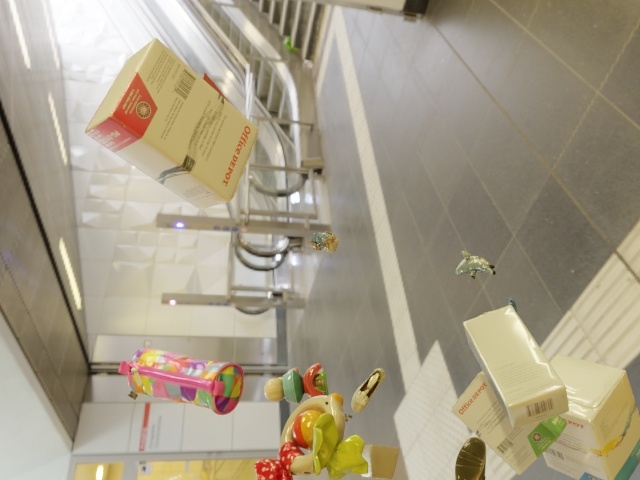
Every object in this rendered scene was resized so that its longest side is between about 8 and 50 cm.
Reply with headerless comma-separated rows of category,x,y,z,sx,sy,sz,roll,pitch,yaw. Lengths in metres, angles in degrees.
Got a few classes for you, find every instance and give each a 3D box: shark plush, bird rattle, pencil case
shark plush,0.454,0.086,1.440,0.067,0.073,0.161,-55,29,-6
bird rattle,-0.021,0.425,1.031,0.253,0.143,0.207,-39,24,33
pencil case,-0.262,0.264,0.949,0.104,0.237,0.104,1,-90,-64

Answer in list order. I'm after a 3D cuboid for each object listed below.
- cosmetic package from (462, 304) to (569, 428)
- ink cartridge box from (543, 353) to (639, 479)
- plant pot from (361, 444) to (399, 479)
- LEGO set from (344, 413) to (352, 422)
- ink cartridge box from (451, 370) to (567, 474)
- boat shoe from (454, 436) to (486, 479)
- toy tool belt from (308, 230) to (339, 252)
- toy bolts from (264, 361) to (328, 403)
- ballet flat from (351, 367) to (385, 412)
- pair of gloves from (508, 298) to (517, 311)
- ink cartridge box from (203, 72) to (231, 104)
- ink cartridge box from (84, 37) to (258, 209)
cosmetic package,0.393,0.252,1.027,0.231,0.117,0.085,-101,-12,-56
ink cartridge box,0.714,0.488,1.352,0.198,0.197,0.270,5,126,57
plant pot,0.186,0.732,1.647,0.109,0.109,0.096,138,142,-55
LEGO set,0.038,0.419,1.130,0.054,0.083,0.023,3,102,63
ink cartridge box,0.469,0.443,1.263,0.219,0.093,0.160,42,122,26
boat shoe,0.435,0.687,1.448,0.080,0.073,0.223,2,64,42
toy tool belt,0.000,0.000,1.179,0.083,0.051,0.052,9,81,48
toy bolts,-0.060,0.433,1.346,0.228,0.159,0.218,79,-177,-60
ballet flat,0.151,0.487,1.637,0.168,0.057,0.052,-56,-22,-5
pair of gloves,0.740,0.326,1.899,0.159,0.023,0.198,55,-142,-30
ink cartridge box,-0.246,-0.277,1.257,0.181,0.056,0.224,47,-132,-66
ink cartridge box,-0.240,-0.188,0.854,0.100,0.237,0.171,-10,54,41
